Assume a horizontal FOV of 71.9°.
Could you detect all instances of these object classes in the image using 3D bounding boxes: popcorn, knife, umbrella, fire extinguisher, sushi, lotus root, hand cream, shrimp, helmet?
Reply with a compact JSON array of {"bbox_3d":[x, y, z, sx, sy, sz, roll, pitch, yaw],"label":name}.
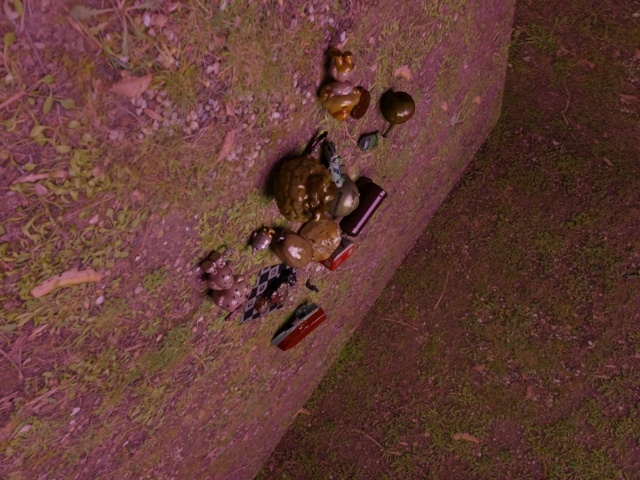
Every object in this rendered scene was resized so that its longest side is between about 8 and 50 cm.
[{"bbox_3d":[-0.052,-0.173,1.610,0.237,0.251,0.206,-33,153,-18],"label":"popcorn"},{"bbox_3d":[-0.043,0.265,2.456,0.045,0.021,0.222,-55,156,-11],"label":"knife"},{"bbox_3d":[-0.350,0.284,1.894,0.165,0.025,0.027,-48,177,-14],"label":"umbrella"},{"bbox_3d":[0.191,-0.119,2.175,0.337,0.114,0.135,-53,142,-3],"label":"fire extinguisher"},{"bbox_3d":[-0.202,0.249,2.075,0.339,0.069,0.320,-12,131,-58],"label":"sushi"},{"bbox_3d":[-0.121,0.035,1.866,0.140,0.154,0.257,-57,139,-7],"label":"lotus root"},{"bbox_3d":[0.233,-0.456,2.044,0.175,0.046,0.095,-26,137,-54],"label":"hand cream"},{"bbox_3d":[-0.015,-0.334,1.736,0.195,0.035,0.148,-53,154,10],"label":"shrimp"},{"bbox_3d":[0.111,-0.202,2.019,0.204,0.137,0.257,-41,151,-32],"label":"helmet"}]

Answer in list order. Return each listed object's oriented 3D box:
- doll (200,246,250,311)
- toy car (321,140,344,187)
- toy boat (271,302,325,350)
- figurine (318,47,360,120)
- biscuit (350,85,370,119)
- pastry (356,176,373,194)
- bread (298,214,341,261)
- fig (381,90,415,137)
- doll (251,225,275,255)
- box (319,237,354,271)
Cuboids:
[{"bbox_3d":[-0.349,0.149,1.636,0.154,0.119,0.278,-43,143,-30],"label":"doll"},{"bbox_3d":[0.046,-0.308,1.823,0.076,0.090,0.224,-18,150,-1],"label":"toy car"},{"bbox_3d":[-0.128,0.470,2.440,0.332,0.133,0.145,-39,157,-13],"label":"toy boat"},{"bbox_3d":[0.068,-0.536,1.542,0.156,0.131,0.246,-8,139,-15],"label":"figurine"},{"bbox_3d":[0.153,-0.561,1.787,0.124,0.026,0.175,-60,156,4],"label":"biscuit"},{"bbox_3d":[0.222,-0.274,2.238,0.097,0.057,0.109,-46,153,-20],"label":"pastry"},{"bbox_3d":[0.000,0.000,2.057,0.244,0.134,0.244,-40,149,-31],"label":"bread"},{"bbox_3d":[0.350,-0.559,2.026,0.151,0.151,0.259,-47,158,-22],"label":"fig"},{"bbox_3d":[-0.238,0.000,1.709,0.084,0.073,0.127,46,72,-32],"label":"doll"},{"bbox_3d":[0.070,0.054,2.266,0.182,0.133,0.099,-37,148,-35],"label":"box"}]
